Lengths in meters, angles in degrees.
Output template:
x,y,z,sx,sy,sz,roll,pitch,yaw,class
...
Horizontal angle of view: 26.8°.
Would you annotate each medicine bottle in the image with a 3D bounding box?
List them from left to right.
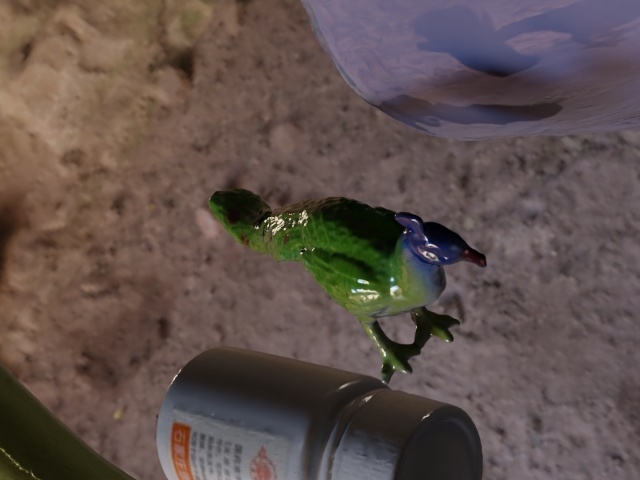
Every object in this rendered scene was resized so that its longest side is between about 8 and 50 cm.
x,y,z,sx,sy,sz,roll,pitch,yaw,class
-0.004,0.170,1.092,0.252,0.144,0.144,5,64,41,medicine bottle

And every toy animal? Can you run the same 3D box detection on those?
x,y,z,sx,sy,sz,roll,pitch,yaw,class
0.010,0.013,0.525,0.041,0.075,0.217,-41,17,-14,toy animal

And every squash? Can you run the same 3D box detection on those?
x,y,z,sx,sy,sz,roll,pitch,yaw,class
-0.172,0.117,0.739,0.083,0.250,0.083,-43,17,17,squash

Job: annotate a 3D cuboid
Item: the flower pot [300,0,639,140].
x,y,z,sx,sy,sz,roll,pitch,yaw,class
0.124,-0.161,0.501,0.265,0.265,0.243,-58,17,-4,flower pot
